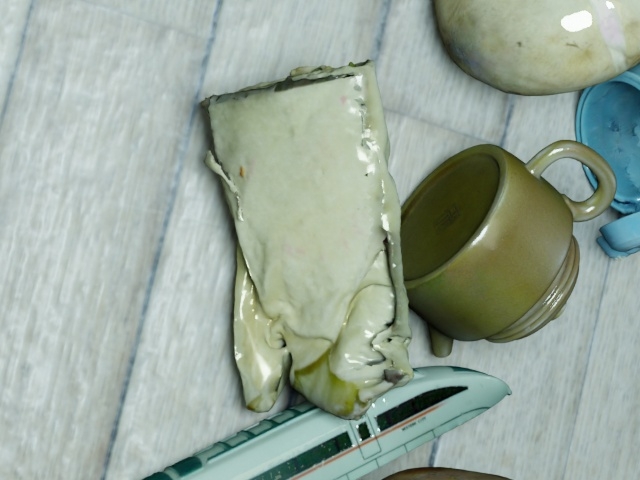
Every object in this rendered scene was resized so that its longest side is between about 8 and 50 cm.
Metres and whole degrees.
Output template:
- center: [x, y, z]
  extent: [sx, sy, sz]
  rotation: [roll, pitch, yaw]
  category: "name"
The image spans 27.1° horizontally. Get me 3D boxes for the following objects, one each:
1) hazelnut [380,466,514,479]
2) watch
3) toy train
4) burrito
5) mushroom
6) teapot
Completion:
- center: [0.140, 0.393, 1.199]
  extent: [0.359, 0.409, 0.359]
  rotation: [-11, 109, -35]
  category: "hazelnut"
- center: [0.359, -0.095, 1.434]
  extent: [0.211, 0.211, 0.193]
  rotation: [-18, 84, -24]
  category: "watch"
- center: [0.010, 0.196, 1.320]
  extent: [0.407, 0.086, 0.088]
  rotation: [-23, 95, -23]
  category: "toy train"
- center: [-0.002, 0.000, 1.266]
  extent: [0.190, 0.135, 0.332]
  rotation: [-5, 100, 19]
  category: "burrito"
- center: [0.243, -0.252, 1.354]
  extent: [0.255, 0.255, 0.184]
  rotation: [-32, 138, -21]
  category: "mushroom"
- center: [0.189, 0.013, 1.334]
  extent: [0.175, 0.185, 0.267]
  rotation: [37, 110, -25]
  category: "teapot"
